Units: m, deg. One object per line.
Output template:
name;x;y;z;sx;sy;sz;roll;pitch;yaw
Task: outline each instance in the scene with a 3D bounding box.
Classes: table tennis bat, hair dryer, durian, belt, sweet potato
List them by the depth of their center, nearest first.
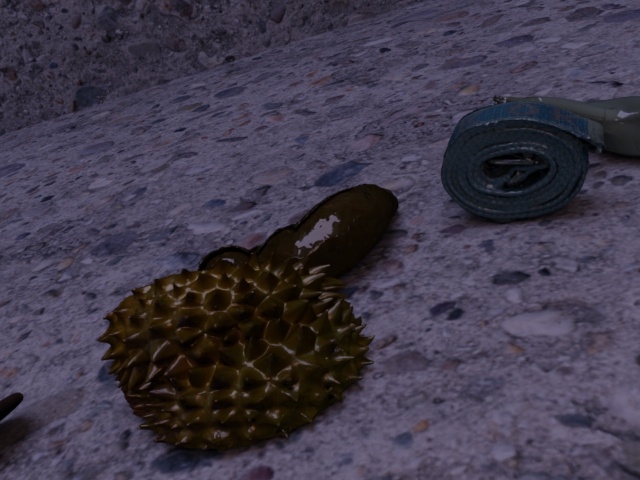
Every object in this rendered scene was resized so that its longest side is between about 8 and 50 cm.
durian;-0.082;0.114;0.628;0.260;0.154;0.186;-29;52;-4
table tennis bat;-0.328;0.237;0.651;0.107;0.119;0.170;-40;0;11
belt;0.232;-0.096;0.788;0.163;0.147;0.082;21;40;10
sweet potato;0.000;0.001;0.799;0.310;0.098;0.124;-28;21;-25
hair dryer;0.304;-0.164;0.860;0.237;0.075;0.206;4;10;-27
